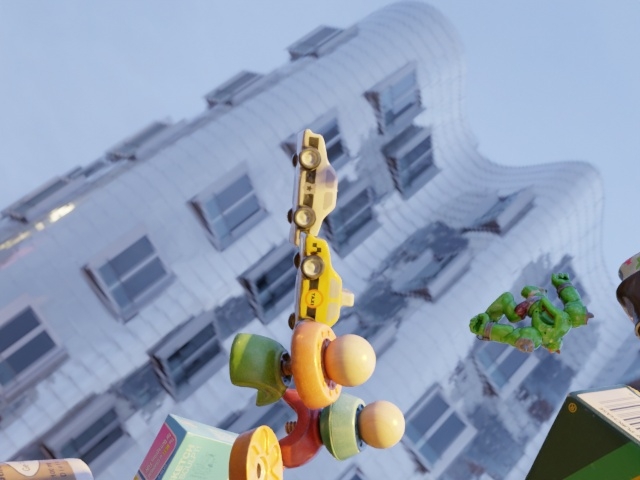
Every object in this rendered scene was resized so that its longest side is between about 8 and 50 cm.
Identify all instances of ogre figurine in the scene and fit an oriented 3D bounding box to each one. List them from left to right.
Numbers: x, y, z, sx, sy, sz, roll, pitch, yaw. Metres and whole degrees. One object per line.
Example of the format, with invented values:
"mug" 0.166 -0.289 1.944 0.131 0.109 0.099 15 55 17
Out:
"ogre figurine" 0.352 0.124 1.505 0.118 0.197 0.097 45 -46 52

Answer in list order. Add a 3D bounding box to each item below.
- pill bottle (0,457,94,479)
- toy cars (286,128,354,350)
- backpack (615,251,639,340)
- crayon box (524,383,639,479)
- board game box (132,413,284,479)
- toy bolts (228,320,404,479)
"pill bottle" -0.350 0.290 0.923 0.131 0.229 0.131 -12 -104 56
"toy cars" 0.000 0.000 1.428 0.087 0.394 0.176 5 -38 -9
"backpack" 0.614 0.099 1.464 0.225 0.191 0.253 -39 -59 24
"crayon box" 0.286 0.342 0.699 0.363 0.106 0.313 37 -66 41
"board game box" -0.222 0.460 1.511 0.242 0.316 0.064 28 1 -43
"toy bolts" 0.006 0.224 1.095 0.158 0.218 0.228 -7 -28 19
